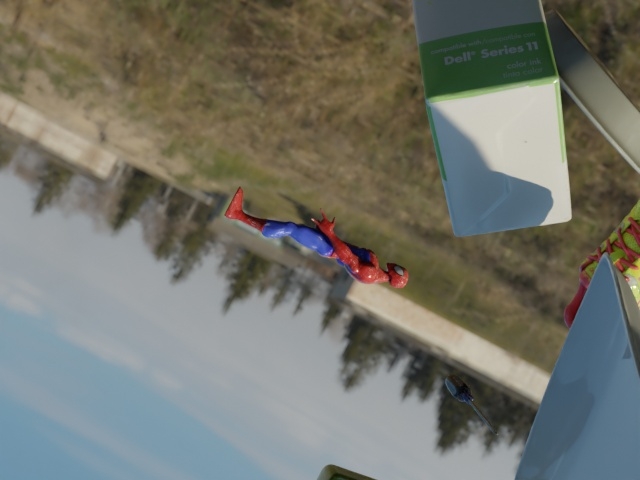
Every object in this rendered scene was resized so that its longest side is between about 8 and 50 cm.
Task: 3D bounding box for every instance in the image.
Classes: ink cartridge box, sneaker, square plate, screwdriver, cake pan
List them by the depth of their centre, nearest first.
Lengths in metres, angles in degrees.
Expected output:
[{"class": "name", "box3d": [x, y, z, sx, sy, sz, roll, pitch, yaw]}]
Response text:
[{"class": "square plate", "box3d": [0.253, 0.248, 1.045, 0.049, 0.347, 0.344, 5, -139, -6]}, {"class": "sneaker", "box3d": [0.300, 0.023, 1.154, 0.094, 0.209, 0.081, -10, -135, -27]}, {"class": "ink cartridge box", "box3d": [0.156, -0.206, 1.162, 0.119, 0.354, 0.207, -10, 143, 9]}, {"class": "screwdriver", "box3d": [0.186, 0.197, 1.422, 0.025, 0.024, 0.170, 7, -167, -19]}, {"class": "cake pan", "box3d": [0.383, -0.209, 1.644, 0.293, 0.054, 0.293, 44, -163, -18]}]

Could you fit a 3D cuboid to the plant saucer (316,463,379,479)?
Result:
[{"class": "plant saucer", "box3d": [0.048, 0.324, 1.233, 0.188, 0.188, 0.045, 15, 142, 22]}]

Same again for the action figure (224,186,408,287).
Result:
[{"class": "action figure", "box3d": [0.000, 0.000, 0.711, 0.115, 0.030, 0.038, 28, 173, -1]}]
